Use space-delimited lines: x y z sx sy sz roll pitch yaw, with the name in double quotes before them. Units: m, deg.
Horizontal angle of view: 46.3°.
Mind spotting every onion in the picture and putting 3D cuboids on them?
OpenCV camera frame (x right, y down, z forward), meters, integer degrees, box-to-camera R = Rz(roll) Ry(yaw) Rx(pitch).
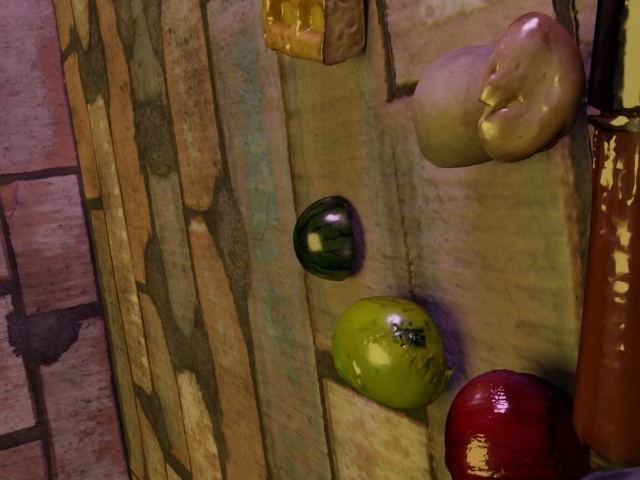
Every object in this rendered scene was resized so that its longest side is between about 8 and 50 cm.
"onion" 0.155 0.167 0.595 0.131 0.131 0.131 32 128 55

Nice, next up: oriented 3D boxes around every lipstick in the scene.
"lipstick" 0.205 -0.032 0.476 0.077 0.077 0.418 28 125 57

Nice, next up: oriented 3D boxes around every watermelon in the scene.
"watermelon" 0.000 0.000 0.898 0.105 0.062 0.105 174 90 -65

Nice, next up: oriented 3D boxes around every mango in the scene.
"mango" 0.063 0.117 0.781 0.178 0.100 0.119 162 94 -71

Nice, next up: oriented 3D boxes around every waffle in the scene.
"waffle" -0.010 -0.335 0.799 0.168 0.057 0.274 35 130 55

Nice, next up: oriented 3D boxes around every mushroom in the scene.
"mushroom" 0.123 -0.102 0.560 0.088 0.097 0.212 48 179 -12

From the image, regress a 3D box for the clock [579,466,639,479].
"clock" 0.210 0.263 0.342 0.067 0.325 0.325 -26 73 25
